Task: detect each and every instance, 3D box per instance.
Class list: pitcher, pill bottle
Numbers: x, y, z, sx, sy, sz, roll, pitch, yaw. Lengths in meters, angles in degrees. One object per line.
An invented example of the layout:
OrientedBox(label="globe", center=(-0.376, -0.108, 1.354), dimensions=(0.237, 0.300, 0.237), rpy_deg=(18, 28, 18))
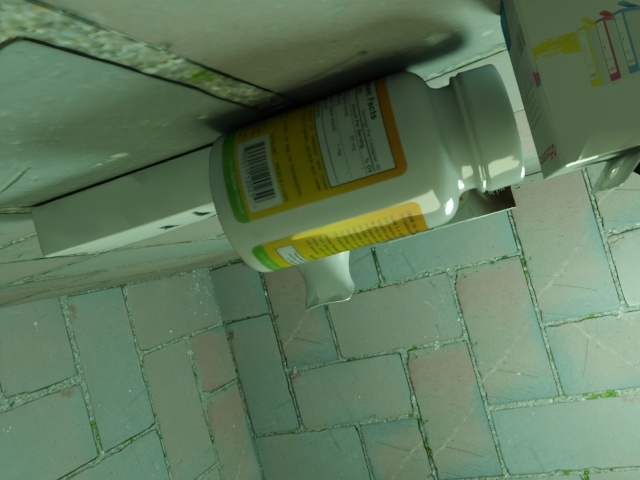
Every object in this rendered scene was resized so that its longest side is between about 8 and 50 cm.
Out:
OrientedBox(label="pitcher", center=(0.000, 0.000, 0.899), dimensions=(0.125, 0.207, 0.178), rpy_deg=(-16, 178, 10))
OrientedBox(label="pill bottle", center=(0.040, -0.065, 0.463), dimensions=(0.245, 0.136, 0.136), rpy_deg=(-16, 178, 14))

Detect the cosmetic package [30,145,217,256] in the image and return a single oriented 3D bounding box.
OrientedBox(label="cosmetic package", center=(-0.183, -0.040, 0.580), dimensions=(0.239, 0.060, 0.099), rpy_deg=(-16, 177, 15))

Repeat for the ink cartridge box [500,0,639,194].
OrientedBox(label="ink cartridge box", center=(0.176, -0.104, 0.327), dimensions=(0.090, 0.143, 0.092), rpy_deg=(-16, 178, 17))

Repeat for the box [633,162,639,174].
OrientedBox(label="box", center=(0.568, -0.175, 0.898), dimensions=(0.159, 0.044, 0.233), rpy_deg=(-14, -148, -6))

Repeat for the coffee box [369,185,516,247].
OrientedBox(label="coffee box", center=(0.193, -0.087, 0.913), dimensions=(0.246, 0.141, 0.098), rpy_deg=(-16, 178, -15))
